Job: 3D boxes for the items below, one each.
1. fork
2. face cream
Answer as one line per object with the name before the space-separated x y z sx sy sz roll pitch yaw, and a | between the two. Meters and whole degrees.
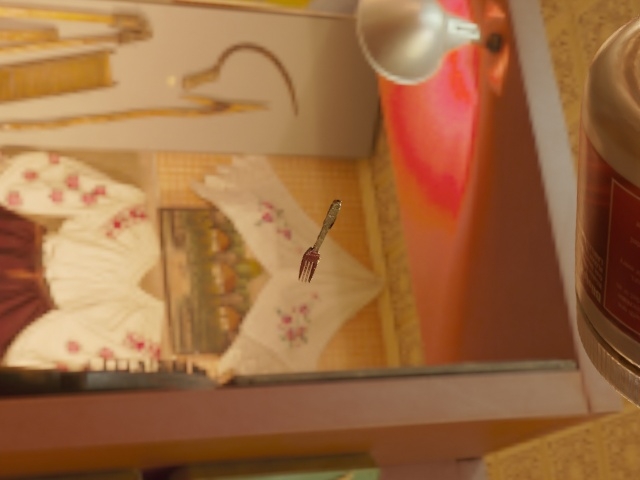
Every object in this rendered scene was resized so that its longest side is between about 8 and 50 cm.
fork | 0.000 -0.001 1.082 0.115 0.016 0.012 112 -24 -48
face cream | 0.247 -0.019 0.689 0.201 0.201 0.187 -119 -164 -48
